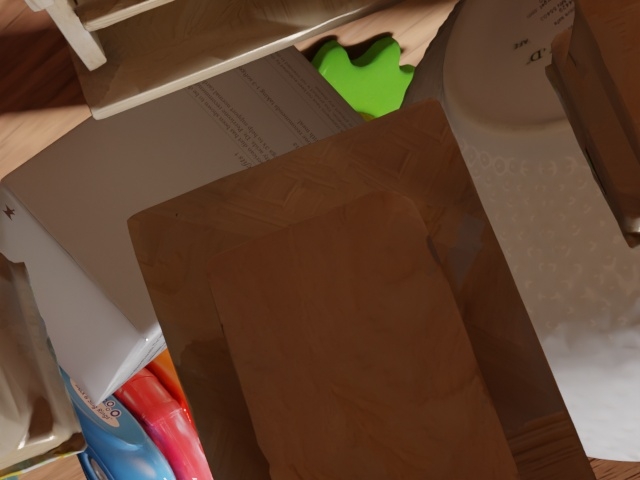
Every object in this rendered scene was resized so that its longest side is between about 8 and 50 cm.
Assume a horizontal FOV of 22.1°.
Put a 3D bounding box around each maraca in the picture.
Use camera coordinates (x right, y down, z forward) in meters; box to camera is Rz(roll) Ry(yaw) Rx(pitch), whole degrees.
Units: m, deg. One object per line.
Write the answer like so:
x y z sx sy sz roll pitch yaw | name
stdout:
-0.001 -0.043 1.000 0.127 0.099 0.186 -11 135 -38 | maraca

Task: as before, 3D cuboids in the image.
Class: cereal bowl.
0.161 -0.071 0.786 0.339 0.339 0.141 -29 130 26 | cereal bowl

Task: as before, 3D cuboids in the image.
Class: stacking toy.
-0.057 0.117 1.367 0.301 0.175 0.166 -31 136 -21 | stacking toy

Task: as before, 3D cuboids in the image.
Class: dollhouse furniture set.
0.000 0.000 0.606 0.362 0.394 0.256 -21 164 2 | dollhouse furniture set

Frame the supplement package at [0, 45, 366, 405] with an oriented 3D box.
-0.075 -0.020 0.852 0.179 0.105 0.105 -40 175 -31 | supplement package

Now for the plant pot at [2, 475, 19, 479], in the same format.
-0.358 0.316 1.596 0.165 0.166 0.234 -10 152 -31 | plant pot
